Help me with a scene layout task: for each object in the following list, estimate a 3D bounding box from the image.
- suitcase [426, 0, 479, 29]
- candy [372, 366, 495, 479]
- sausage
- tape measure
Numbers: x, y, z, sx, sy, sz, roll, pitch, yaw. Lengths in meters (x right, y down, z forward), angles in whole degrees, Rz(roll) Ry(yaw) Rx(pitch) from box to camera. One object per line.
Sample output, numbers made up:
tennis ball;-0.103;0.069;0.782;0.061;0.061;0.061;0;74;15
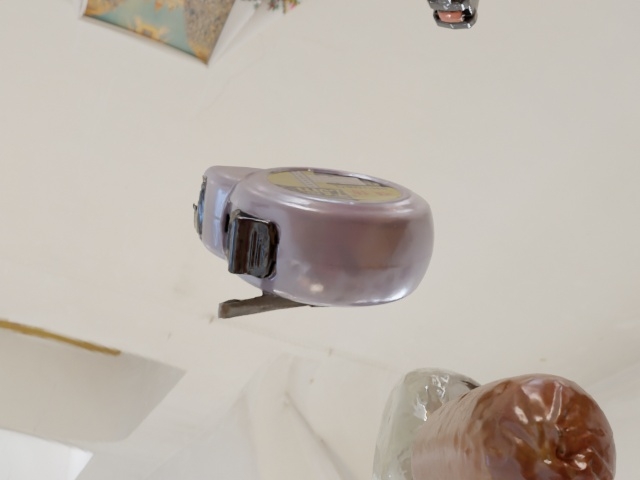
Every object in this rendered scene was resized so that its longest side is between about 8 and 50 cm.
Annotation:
suitcase;0.180;-0.437;1.070;0.066;0.285;0.206;10;-99;21
candy;0.180;0.347;0.879;0.386;0.186;0.426;5;-116;-65
sausage;0.093;0.112;0.408;0.076;0.197;0.076;1;-108;-3
tape measure;-0.002;0.001;0.662;0.196;0.105;0.178;4;-165;-15
